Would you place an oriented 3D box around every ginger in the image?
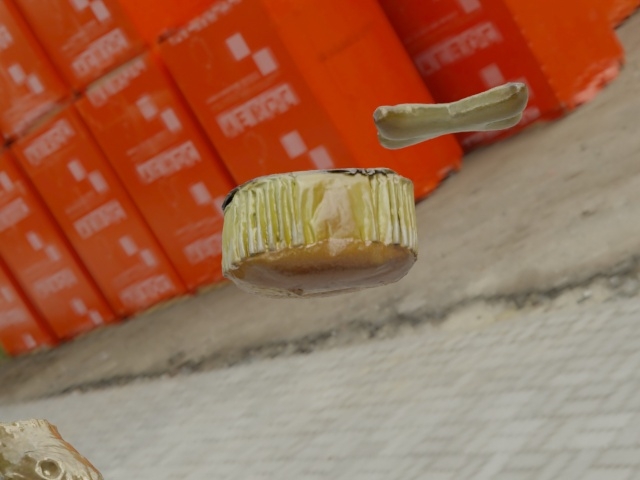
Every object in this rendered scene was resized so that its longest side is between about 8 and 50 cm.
[{"bbox_3d":[-0.336,0.293,1.273,0.130,0.221,0.276,7,-27,-44],"label":"ginger"}]

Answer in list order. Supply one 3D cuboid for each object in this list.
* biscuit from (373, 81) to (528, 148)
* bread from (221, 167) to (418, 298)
[{"bbox_3d":[0.177,-0.167,1.640,0.208,0.047,0.164,-11,-7,5],"label":"biscuit"},{"bbox_3d":[0.000,0.000,1.161,0.191,0.114,0.132,0,-20,-11],"label":"bread"}]
